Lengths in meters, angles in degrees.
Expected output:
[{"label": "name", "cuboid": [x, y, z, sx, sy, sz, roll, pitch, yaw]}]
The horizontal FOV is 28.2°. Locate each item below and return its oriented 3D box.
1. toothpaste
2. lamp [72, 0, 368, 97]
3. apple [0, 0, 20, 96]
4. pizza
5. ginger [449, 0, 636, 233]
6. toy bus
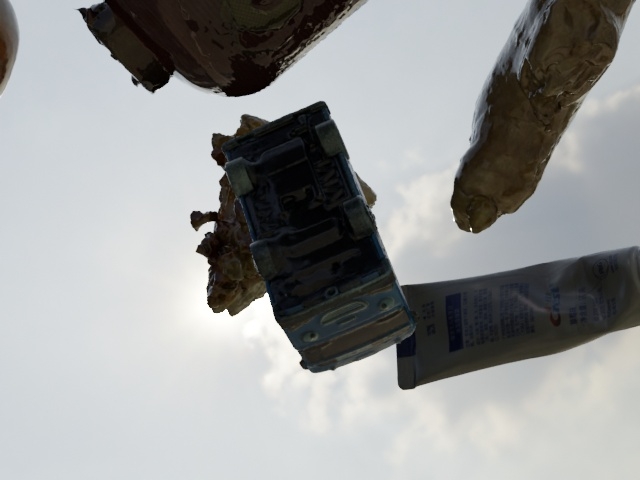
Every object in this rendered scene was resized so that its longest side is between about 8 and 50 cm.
[{"label": "toothpaste", "cuboid": [0.182, 0.053, 1.045, 0.266, 0.096, 0.061, -15, -31, 24]}, {"label": "lamp", "cuboid": [-0.047, -0.209, 0.849, 0.258, 0.180, 0.180, -43, -34, 1]}, {"label": "apple", "cuboid": [-0.387, -0.192, 1.225, 0.173, 0.188, 0.188, 12, -51, -46]}, {"label": "pizza", "cuboid": [-0.045, -0.018, 1.066, 0.154, 0.194, 0.069, 34, -37, -7]}, {"label": "ginger", "cuboid": [0.151, -0.107, 0.884, 0.137, 0.074, 0.213, -59, -10, -55]}, {"label": "toy bus", "cuboid": [0.000, 0.000, 0.897, 0.090, 0.185, 0.106, -22, -44, 3]}]
